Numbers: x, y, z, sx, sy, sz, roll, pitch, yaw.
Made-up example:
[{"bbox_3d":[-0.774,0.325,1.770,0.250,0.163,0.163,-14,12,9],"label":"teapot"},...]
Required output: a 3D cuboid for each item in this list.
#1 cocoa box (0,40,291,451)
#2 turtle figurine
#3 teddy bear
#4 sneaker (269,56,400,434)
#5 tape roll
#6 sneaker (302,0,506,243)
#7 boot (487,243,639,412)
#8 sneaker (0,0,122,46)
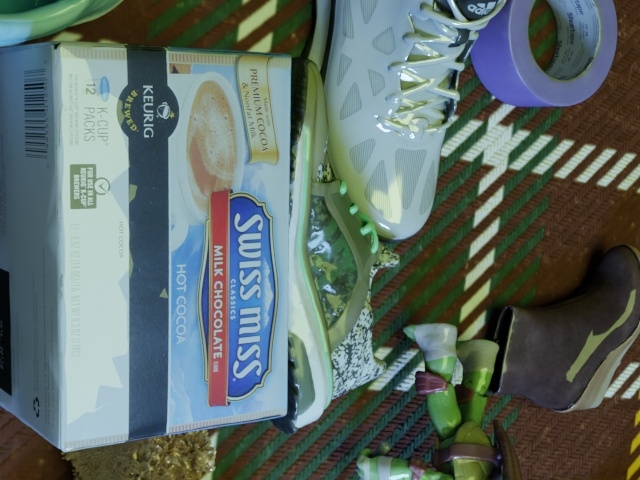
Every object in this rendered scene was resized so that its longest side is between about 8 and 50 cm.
[{"bbox_3d":[-0.177,-0.007,1.002,0.228,0.231,0.347,-3,98,-32],"label":"cocoa box"},{"bbox_3d":[0.129,0.251,1.301,0.197,0.275,0.266,10,69,-10],"label":"turtle figurine"},{"bbox_3d":[-0.196,0.338,1.046,0.245,0.338,0.113,-20,147,3],"label":"teddy bear"},{"bbox_3d":[0.000,0.000,1.173,0.182,0.158,0.410,-12,109,-34],"label":"sneaker"},{"bbox_3d":[0.286,-0.266,1.351,0.189,0.080,0.189,-4,97,-32],"label":"tape roll"},{"bbox_3d":[0.106,-0.208,1.140,0.169,0.257,0.448,-10,101,-31],"label":"sneaker"},{"bbox_3d":[0.333,0.108,1.415,0.207,0.090,0.248,16,91,-34],"label":"boot"},{"bbox_3d":[-0.223,-0.248,0.944,0.366,0.150,0.135,-44,130,-45],"label":"sneaker"}]
